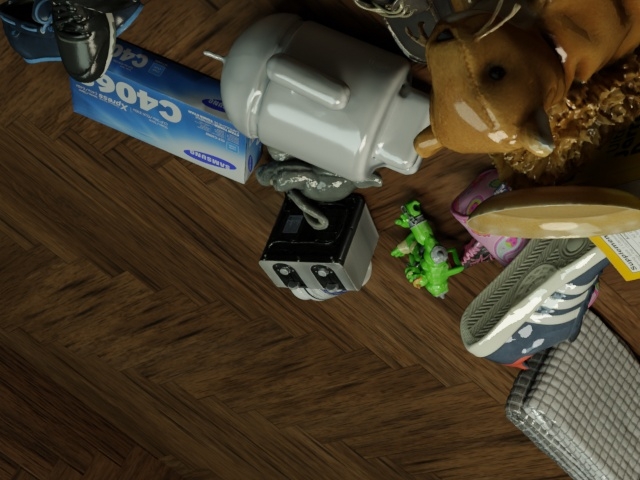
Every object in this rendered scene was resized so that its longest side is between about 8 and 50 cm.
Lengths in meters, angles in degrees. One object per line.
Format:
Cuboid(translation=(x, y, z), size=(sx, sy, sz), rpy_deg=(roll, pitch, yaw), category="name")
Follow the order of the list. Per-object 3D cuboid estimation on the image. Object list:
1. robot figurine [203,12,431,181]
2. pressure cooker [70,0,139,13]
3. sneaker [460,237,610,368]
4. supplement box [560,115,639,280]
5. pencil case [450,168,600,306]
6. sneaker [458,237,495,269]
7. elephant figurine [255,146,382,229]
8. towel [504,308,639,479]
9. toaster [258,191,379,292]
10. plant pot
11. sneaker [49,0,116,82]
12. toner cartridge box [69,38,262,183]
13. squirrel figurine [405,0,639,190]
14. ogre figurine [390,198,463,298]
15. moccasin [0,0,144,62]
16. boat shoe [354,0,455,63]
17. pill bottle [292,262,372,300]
Cuboid(translation=(0.000, -0.217, 1.934), size=(0.354, 0.199, 0.300), rpy_deg=(23, 177, 9), category="robot figurine")
Cuboid(translation=(-0.238, -0.519, 1.476), size=(0.370, 0.375, 0.420), rpy_deg=(39, 104, -8), category="pressure cooker")
Cuboid(translation=(0.377, 0.069, 1.973), size=(0.148, 0.131, 0.350), rpy_deg=(30, 122, -27), category="sneaker")
Cuboid(translation=(0.511, -0.107, 1.685), size=(0.194, 0.195, 0.357), rpy_deg=(44, 145, -23), category="supplement box")
Cuboid(translation=(0.333, 0.005, 2.070), size=(0.124, 0.124, 0.284), rpy_deg=(-12, 129, 48), category="pencil case")
Cuboid(translation=(0.275, 0.025, 2.218), size=(0.057, 0.047, 0.119), rpy_deg=(22, 151, -10), category="sneaker")
Cuboid(translation=(-0.009, -0.108, 2.179), size=(0.169, 0.186, 0.239), rpy_deg=(-16, 159, -8), category="elephant figurine")
Cuboid(translation=(0.466, 0.283, 2.249), size=(0.284, 0.235, 0.121), rpy_deg=(44, 149, -21), category="towel")
Cuboid(translation=(0.000, 0.000, 2.287), size=(0.168, 0.185, 0.110), rpy_deg=(1, 142, 26), category="toaster")
Cuboid(translation=(0.304, -0.036, 1.638), size=(0.236, 0.032, 0.236), rpy_deg=(0, 170, 0), category="plant pot")
Cuboid(translation=(-0.389, -0.377, 1.959), size=(0.107, 0.124, 0.283), rpy_deg=(6, 108, 21), category="sneaker")
Cuboid(translation=(-0.270, -0.235, 2.247), size=(0.348, 0.075, 0.165), rpy_deg=(23, 149, 10), category="toner cartridge box")
Cuboid(translation=(0.273, -0.212, 1.553), size=(0.281, 0.370, 0.397), rpy_deg=(3, 140, 36), category="squirrel figurine")
Cuboid(translation=(0.182, 0.022, 2.219), size=(0.118, 0.097, 0.197), rpy_deg=(57, 149, 32), category="ogre figurine")
Cuboid(translation=(-0.435, -0.368, 2.132), size=(0.342, 0.137, 0.117), rpy_deg=(-7, 129, 43), category="moccasin")
Cuboid(translation=(0.084, -0.362, 1.722), size=(0.132, 0.130, 0.355), rpy_deg=(5, 141, 34), category="boat shoe")
Cuboid(translation=(0.013, 0.061, 2.428), size=(0.094, 0.094, 0.169), rpy_deg=(41, 147, -18), category="pill bottle")
